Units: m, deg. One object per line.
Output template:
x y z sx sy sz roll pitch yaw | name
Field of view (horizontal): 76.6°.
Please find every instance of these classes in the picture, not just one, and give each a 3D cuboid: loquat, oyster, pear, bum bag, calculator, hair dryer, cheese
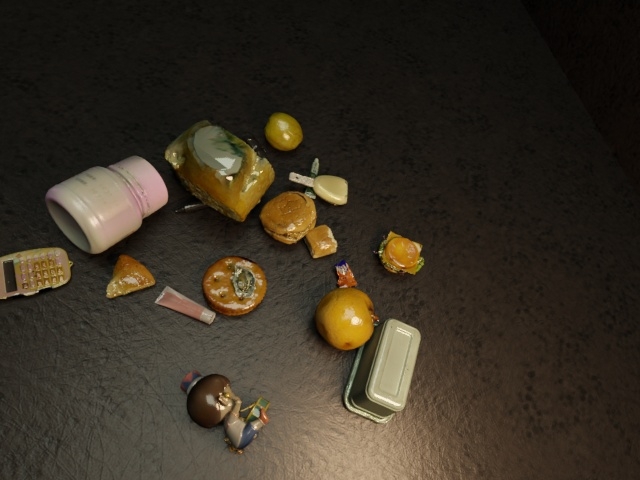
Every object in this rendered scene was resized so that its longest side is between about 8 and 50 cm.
0.086 0.257 1.344 0.208 0.208 0.208 6 61 -11 | loquat
-0.255 0.140 1.351 0.098 0.037 0.100 12 77 14 | oyster
-0.156 -0.454 1.707 0.162 0.149 0.148 36 58 -14 | pear
-0.265 -0.374 1.685 0.197 0.049 0.087 58 23 19 | bum bag
-0.912 0.103 1.277 0.237 0.033 0.157 -14 66 -23 | calculator
-0.412 -0.130 1.520 0.255 0.070 0.128 -20 69 -15 | hair dryer
-0.008 -0.225 1.645 0.252 0.054 0.127 15 58 -19 | cheese

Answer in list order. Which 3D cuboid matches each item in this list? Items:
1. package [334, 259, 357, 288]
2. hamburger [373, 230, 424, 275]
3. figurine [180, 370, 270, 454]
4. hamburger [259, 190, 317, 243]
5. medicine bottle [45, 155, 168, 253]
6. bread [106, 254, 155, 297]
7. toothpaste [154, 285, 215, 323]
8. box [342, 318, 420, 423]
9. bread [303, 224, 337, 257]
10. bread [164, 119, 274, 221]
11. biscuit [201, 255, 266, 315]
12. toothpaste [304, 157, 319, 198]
0.087 0.128 1.516 0.077 0.033 0.110 -13 79 -46 | package
0.306 0.060 1.571 0.190 0.093 0.164 32 61 5 | hamburger
-0.283 0.474 1.173 0.276 0.161 0.158 33 36 3 | figurine
-0.115 -0.091 1.520 0.214 0.108 0.213 -6 50 7 | hamburger
-0.688 -0.127 1.335 0.241 0.241 0.302 39 51 8 | medicine bottle
-0.612 0.124 1.330 0.136 0.054 0.154 13 62 -10 | bread
-0.441 0.217 1.331 0.195 0.043 0.067 24 61 6 | toothpaste
0.210 0.408 1.308 0.175 0.182 0.311 24 60 -1 | box
-0.001 -0.001 1.533 0.106 0.082 0.125 -15 69 -26 | bread
-0.376 -0.273 1.413 0.395 0.264 0.239 33 74 9 | bread
-0.295 0.150 1.386 0.221 0.066 0.220 6 60 -11 | biscuit
-0.031 -0.263 1.698 0.049 0.031 0.204 12 62 -7 | toothpaste
